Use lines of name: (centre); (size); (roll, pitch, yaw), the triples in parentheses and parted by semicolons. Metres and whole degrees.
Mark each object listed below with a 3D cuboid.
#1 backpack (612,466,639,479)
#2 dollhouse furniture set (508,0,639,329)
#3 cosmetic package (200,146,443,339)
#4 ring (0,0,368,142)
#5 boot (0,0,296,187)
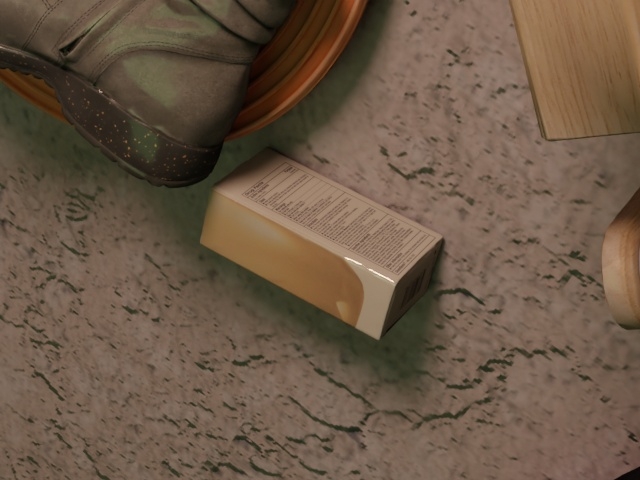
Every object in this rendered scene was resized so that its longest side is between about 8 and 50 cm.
backpack: (0.233, 0.182, 0.562); (0.273, 0.290, 0.355); (39, 123, -2)
dollhouse furniture set: (0.251, -0.115, 0.430); (0.355, 0.174, 0.303); (-3, 114, 34)
cosmetic package: (0.000, 0.000, 0.729); (0.115, 0.060, 0.041); (28, 127, 19)
ring: (-0.111, -0.207, 0.705); (0.337, 0.032, 0.336); (15, 121, 26)
boot: (-0.118, -0.153, 0.680); (0.246, 0.083, 0.161); (33, 122, 6)
